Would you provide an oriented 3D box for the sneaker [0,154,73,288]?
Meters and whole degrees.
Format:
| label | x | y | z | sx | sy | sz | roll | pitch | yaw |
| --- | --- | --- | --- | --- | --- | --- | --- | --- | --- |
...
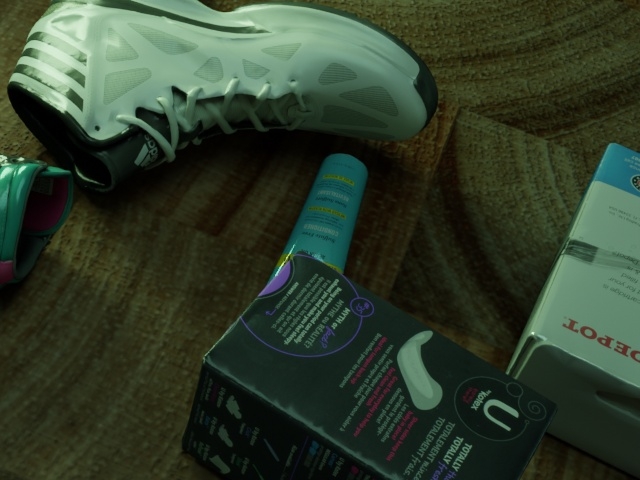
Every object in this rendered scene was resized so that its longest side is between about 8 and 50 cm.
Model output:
| label | x | y | z | sx | sy | sz | roll | pitch | yaw |
| --- | --- | --- | --- | --- | --- | --- | --- | --- | --- |
| sneaker | -0.329 | -0.068 | 1.179 | 0.178 | 0.124 | 0.295 | -2 | 58 | -10 |

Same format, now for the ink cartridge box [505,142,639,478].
| label | x | y | z | sx | sy | sz | roll | pitch | yaw |
| --- | --- | --- | --- | --- | --- | --- | --- | --- | --- |
| ink cartridge box | 0.335 | 0.075 | 1.235 | 0.223 | 0.129 | 0.307 | 26 | 48 | 7 |

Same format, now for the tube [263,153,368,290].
| label | x | y | z | sx | sy | sz | roll | pitch | yaw |
| --- | --- | --- | --- | --- | --- | --- | --- | --- | --- |
| tube | 0.000 | 0.000 | 1.269 | 0.080 | 0.052 | 0.207 | 11 | 52 | 10 |

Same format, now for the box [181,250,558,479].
| label | x | y | z | sx | sy | sz | roll | pitch | yaw |
| --- | --- | --- | --- | --- | --- | --- | --- | --- | --- |
| box | 0.039 | 0.162 | 1.069 | 0.270 | 0.143 | 0.165 | 31 | 48 | 12 |

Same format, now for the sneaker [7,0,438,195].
| label | x | y | z | sx | sy | sz | roll | pitch | yaw |
| --- | --- | --- | --- | --- | --- | --- | --- | --- | --- |
| sneaker | -0.115 | -0.126 | 1.294 | 0.448 | 0.169 | 0.257 | 14 | 56 | 8 |
